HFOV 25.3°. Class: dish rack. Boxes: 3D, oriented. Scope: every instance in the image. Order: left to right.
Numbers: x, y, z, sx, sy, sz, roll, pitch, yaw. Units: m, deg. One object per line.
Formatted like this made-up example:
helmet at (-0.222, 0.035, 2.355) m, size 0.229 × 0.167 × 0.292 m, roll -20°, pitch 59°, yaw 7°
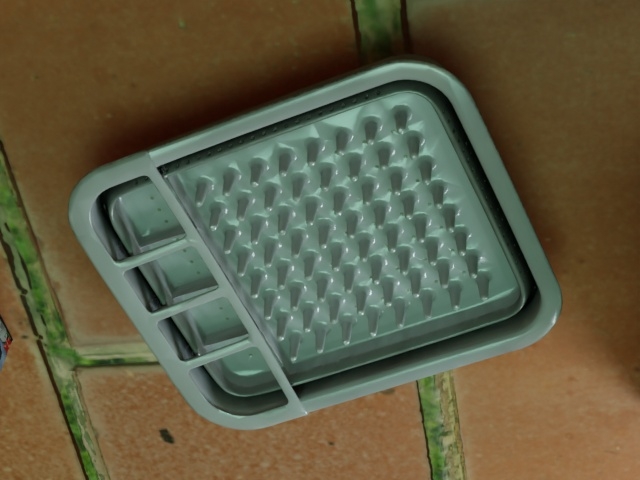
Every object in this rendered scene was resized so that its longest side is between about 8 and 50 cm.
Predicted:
dish rack at (0.000, 0.000, 1.134) m, size 0.333 × 0.072 × 0.285 m, roll -18°, pitch 121°, yaw 18°

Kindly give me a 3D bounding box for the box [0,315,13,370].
box at (-0.307, 0.064, 1.198) m, size 0.027 × 0.094 × 0.137 m, roll -10°, pitch 124°, yaw 13°
